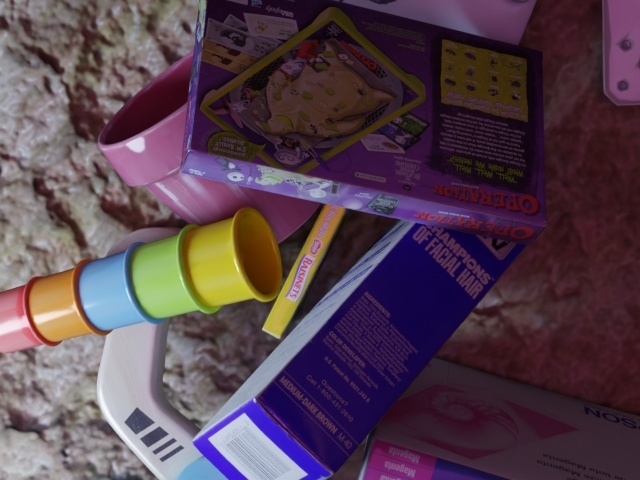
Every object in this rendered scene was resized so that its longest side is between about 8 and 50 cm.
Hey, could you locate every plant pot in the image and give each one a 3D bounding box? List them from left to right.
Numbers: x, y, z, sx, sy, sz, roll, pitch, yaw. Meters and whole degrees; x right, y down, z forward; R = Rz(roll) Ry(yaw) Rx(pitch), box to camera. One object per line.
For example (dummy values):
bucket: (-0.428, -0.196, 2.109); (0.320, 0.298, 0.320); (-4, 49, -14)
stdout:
plant pot: (-0.094, -0.089, 1.601); (0.201, 0.201, 0.180); (-35, 109, 7)

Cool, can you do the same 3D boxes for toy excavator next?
toy excavator: (-0.138, 0.266, 1.646); (0.445, 0.222, 0.433); (39, 97, 7)

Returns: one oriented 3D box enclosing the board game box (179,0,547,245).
board game box: (0.047, -0.125, 1.494); (0.347, 0.056, 0.208); (12, 55, -14)

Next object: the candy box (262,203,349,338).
candy box: (0.000, 0.000, 1.639); (0.027, 0.105, 0.206); (27, 98, 0)

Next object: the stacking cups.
stacking cups: (-0.194, 0.048, 1.576); (0.316, 0.096, 0.096); (-15, 96, 26)

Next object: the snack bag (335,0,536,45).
snack bag: (0.068, -0.293, 1.571); (0.323, 0.037, 0.342); (20, 119, 0)

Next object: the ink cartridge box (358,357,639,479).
ink cartridge box: (0.204, 0.231, 1.540); (0.324, 0.330, 0.071); (16, 109, 1)

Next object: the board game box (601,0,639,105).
board game box: (0.477, -0.339, 1.590); (0.390, 0.050, 0.390); (-2, 97, 5)

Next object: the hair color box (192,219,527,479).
hair color box: (0.043, 0.095, 1.526); (0.110, 0.185, 0.339); (44, 60, -3)
